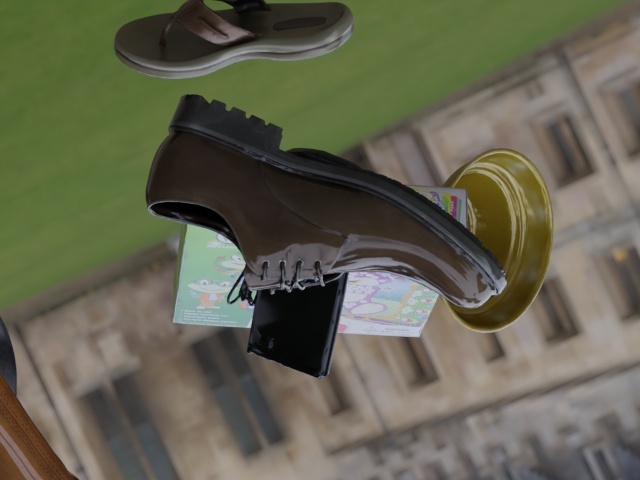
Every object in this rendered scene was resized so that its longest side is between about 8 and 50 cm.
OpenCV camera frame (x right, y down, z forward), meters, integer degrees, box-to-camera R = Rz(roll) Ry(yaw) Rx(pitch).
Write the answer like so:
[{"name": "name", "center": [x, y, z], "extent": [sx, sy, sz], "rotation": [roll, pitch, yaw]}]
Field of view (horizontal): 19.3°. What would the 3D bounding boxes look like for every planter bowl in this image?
[{"name": "planter bowl", "center": [0.174, -0.005, 2.220], "extent": [0.090, 0.217, 0.217], "rotation": [10, -154, 44]}]

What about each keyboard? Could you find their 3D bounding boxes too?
[{"name": "keyboard", "center": [-0.017, 0.010, 1.506], "extent": [0.100, 0.192, 0.038], "rotation": [21, -153, 19]}]

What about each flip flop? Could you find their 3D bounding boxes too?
[{"name": "flip flop", "center": [-0.101, -0.250, 2.144], "extent": [0.277, 0.080, 0.112], "rotation": [-4, -139, 12]}]

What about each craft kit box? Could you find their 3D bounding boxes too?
[{"name": "craft kit box", "center": [-0.007, 0.017, 1.745], "extent": [0.250, 0.061, 0.246], "rotation": [3, 153, -6]}]

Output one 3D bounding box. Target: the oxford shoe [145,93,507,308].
[{"name": "oxford shoe", "center": [0.000, 0.000, 1.130], "extent": [0.083, 0.227, 0.096], "rotation": [76, 38, -70]}]

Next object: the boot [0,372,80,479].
[{"name": "boot", "center": [-0.216, 0.173, 1.120], "extent": [0.264, 0.280, 0.096], "rotation": [-15, -148, 50]}]

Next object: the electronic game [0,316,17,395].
[{"name": "electronic game", "center": [-0.341, 0.109, 1.396], "extent": [0.229, 0.229, 0.048], "rotation": [-25, 160, -14]}]
